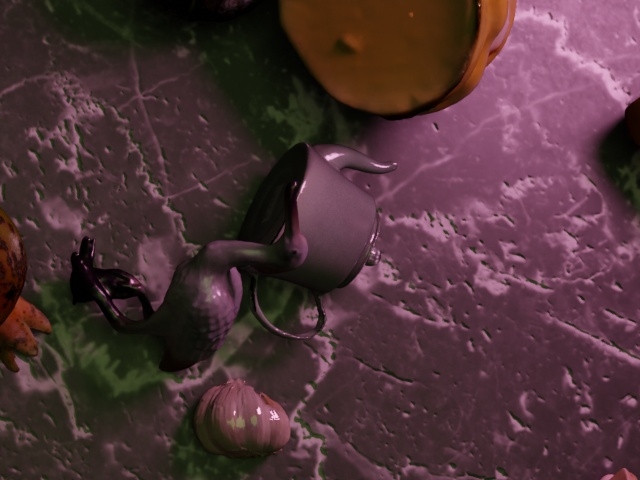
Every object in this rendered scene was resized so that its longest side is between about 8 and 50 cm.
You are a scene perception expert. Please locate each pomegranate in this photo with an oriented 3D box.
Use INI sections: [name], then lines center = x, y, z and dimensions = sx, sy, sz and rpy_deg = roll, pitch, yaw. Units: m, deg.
[pomegranate]
center = -0.407, 0.052, 1.699
dimensions = 0.198, 0.198, 0.246
rpy_deg = -20, 126, -12

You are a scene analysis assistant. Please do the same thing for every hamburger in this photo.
[hamburger]
center = 0.104, -0.292, 1.795
dimensions = 0.276, 0.276, 0.237
rpy_deg = 56, 34, -1

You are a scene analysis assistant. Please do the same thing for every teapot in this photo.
[teapot]
center = 0.000, 0.000, 1.798
dimensions = 0.149, 0.162, 0.239
rpy_deg = 27, 85, -19

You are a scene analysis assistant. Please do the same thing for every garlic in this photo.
[garlic]
center = -0.091, 0.207, 1.790
dimensions = 0.113, 0.074, 0.094
rpy_deg = -3, 94, 4

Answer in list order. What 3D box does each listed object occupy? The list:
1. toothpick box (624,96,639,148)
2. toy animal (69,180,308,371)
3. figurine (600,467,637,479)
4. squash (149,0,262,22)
[toothpick box]
center = 0.501, -0.073, 1.880
dimensions = 0.192, 0.192, 0.294
rpy_deg = -32, 84, -12
[toy animal]
center = -0.130, 0.056, 1.722
dimensions = 0.324, 0.090, 0.195
rpy_deg = -13, 124, 25
[figurine]
center = 0.421, 0.379, 1.851
dimensions = 0.237, 0.141, 0.162
rpy_deg = 30, 108, -9
[squash]
center = -0.138, -0.339, 1.799
dimensions = 0.193, 0.156, 0.193
rpy_deg = 0, 66, 0
